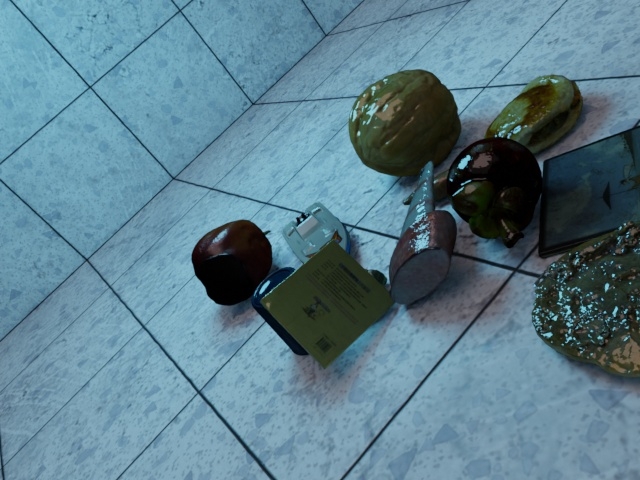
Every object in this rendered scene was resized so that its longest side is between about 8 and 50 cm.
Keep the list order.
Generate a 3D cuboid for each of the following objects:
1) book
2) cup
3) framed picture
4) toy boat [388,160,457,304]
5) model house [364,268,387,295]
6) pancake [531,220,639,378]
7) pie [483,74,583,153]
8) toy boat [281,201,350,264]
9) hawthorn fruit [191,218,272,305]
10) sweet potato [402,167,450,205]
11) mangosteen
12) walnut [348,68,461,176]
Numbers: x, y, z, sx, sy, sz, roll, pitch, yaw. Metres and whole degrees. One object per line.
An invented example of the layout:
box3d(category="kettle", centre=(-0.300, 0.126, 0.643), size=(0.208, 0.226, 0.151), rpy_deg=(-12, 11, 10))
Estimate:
box3d(category="book", centre=(0.016, 0.108, 1.116), size=(0.192, 0.168, 0.013), rpy_deg=(-39, -17, -26))
box3d(category="cup", centre=(-0.040, 0.133, 1.186), size=(0.150, 0.138, 0.113), rpy_deg=(0, 47, 52))
box3d(category="framed picture", centre=(0.514, -0.106, 0.989), size=(0.347, 0.016, 0.265), rpy_deg=(-19, 33, 36))
box3d(category="toy boat", centre=(0.179, -0.027, 1.151), size=(0.206, 0.096, 0.282), rpy_deg=(114, 168, -45))
box3d(category="model house", centre=(0.080, 0.101, 1.187), size=(0.079, 0.066, 0.083), rpy_deg=(-6, 58, 32))
box3d(category="pancake", centre=(0.413, 0.061, 0.817), size=(0.282, 0.049, 0.282), rpy_deg=(-31, 27, 18))
box3d(category="pie", centre=(0.419, -0.249, 1.255), size=(0.205, 0.084, 0.179), rpy_deg=(-44, 27, -3))
box3d(category="toy boat", centre=(0.000, 0.000, 1.398), size=(0.129, 0.088, 0.295), rpy_deg=(-40, 26, 0))
box3d(category="hawthorn fruit", centre=(-0.196, 0.033, 1.507), size=(0.189, 0.189, 0.251), rpy_deg=(-10, 31, 45))
box3d(category="sweet potato", centre=(0.265, -0.120, 1.287), size=(0.218, 0.051, 0.065), rpy_deg=(-21, 34, 32))
box3d(category="mangosteen", centre=(0.293, -0.090, 1.066), size=(0.172, 0.172, 0.184), rpy_deg=(-21, 10, 32))
box3d(category="walnut", centre=(0.188, -0.260, 1.435), size=(0.257, 0.257, 0.224), rpy_deg=(-43, -5, -7))
